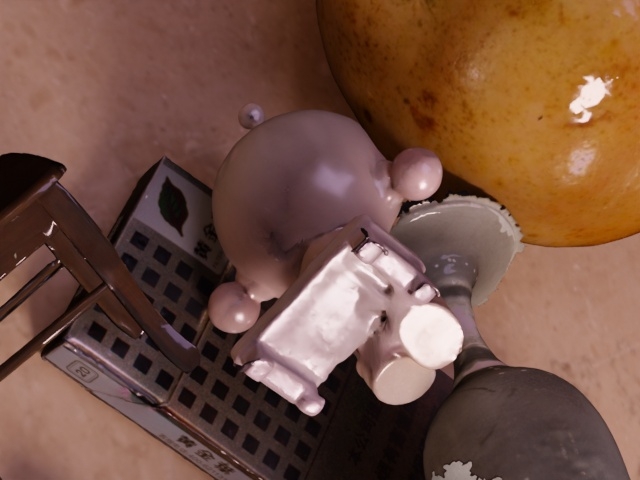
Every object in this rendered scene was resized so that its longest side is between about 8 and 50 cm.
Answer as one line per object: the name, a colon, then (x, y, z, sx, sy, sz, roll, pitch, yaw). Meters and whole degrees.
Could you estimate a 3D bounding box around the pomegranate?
pomegranate: (0.199, -0.207, 1.337, 0.416, 0.416, 0.417, 14, 64, -31)

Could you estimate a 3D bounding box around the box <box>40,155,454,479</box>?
box: (-0.035, 0.103, 1.255, 0.325, 0.047, 0.180, 38, 53, -18)

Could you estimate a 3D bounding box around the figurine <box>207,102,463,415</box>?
figurine: (-0.010, 0.000, 1.172, 0.144, 0.182, 0.257, 14, 26, -28)

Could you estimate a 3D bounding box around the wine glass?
wine glass: (0.125, 0.117, 1.169, 0.143, 0.143, 0.321, 14, 36, -31)

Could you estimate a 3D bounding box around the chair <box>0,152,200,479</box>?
chair: (-0.247, 0.002, 1.029, 0.186, 0.160, 0.319, -42, 109, -11)
